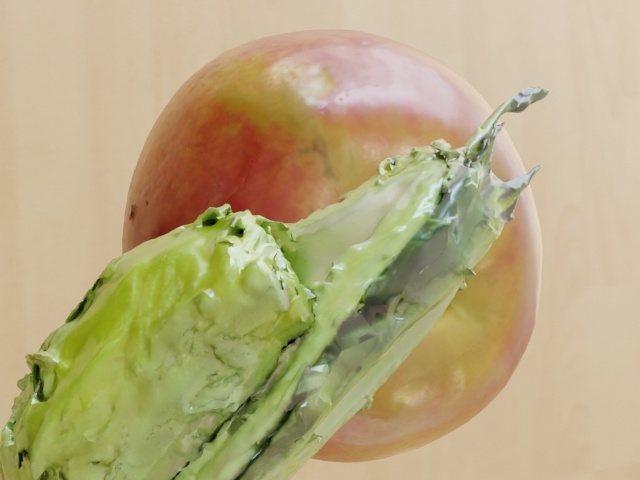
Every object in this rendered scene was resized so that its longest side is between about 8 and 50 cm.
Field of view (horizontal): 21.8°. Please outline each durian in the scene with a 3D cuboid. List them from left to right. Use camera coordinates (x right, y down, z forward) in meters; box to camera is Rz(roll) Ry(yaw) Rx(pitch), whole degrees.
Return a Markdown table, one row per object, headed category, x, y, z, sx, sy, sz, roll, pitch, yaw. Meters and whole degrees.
| category | x | y | z | sx | sy | sz | roll | pitch | yaw |
| --- | --- | --- | --- | --- | --- | --- | --- | --- | --- |
| durian | -0.047 | 0.056 | 0.612 | 0.106 | 0.132 | 0.375 | 39 | 79 | 7 |

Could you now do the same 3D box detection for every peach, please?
| category | x | y | z | sx | sy | sz | roll | pitch | yaw |
| --- | --- | --- | --- | --- | --- | --- | --- | --- | --- |
| peach | 0.000 | 0.000 | 1.449 | 0.388 | 0.388 | 0.388 | 1 | 88 | -27 |
